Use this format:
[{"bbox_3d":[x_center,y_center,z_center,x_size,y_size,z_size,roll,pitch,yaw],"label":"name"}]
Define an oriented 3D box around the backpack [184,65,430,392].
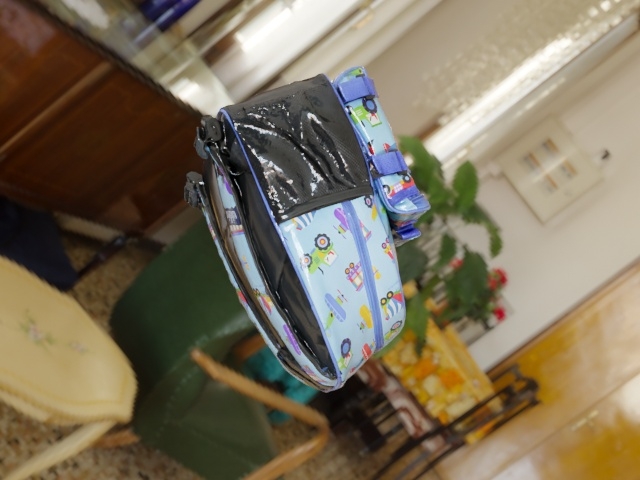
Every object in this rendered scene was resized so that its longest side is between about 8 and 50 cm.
[{"bbox_3d":[0.000,0.000,0.648,0.173,0.117,0.158,65,-14,7],"label":"backpack"}]
